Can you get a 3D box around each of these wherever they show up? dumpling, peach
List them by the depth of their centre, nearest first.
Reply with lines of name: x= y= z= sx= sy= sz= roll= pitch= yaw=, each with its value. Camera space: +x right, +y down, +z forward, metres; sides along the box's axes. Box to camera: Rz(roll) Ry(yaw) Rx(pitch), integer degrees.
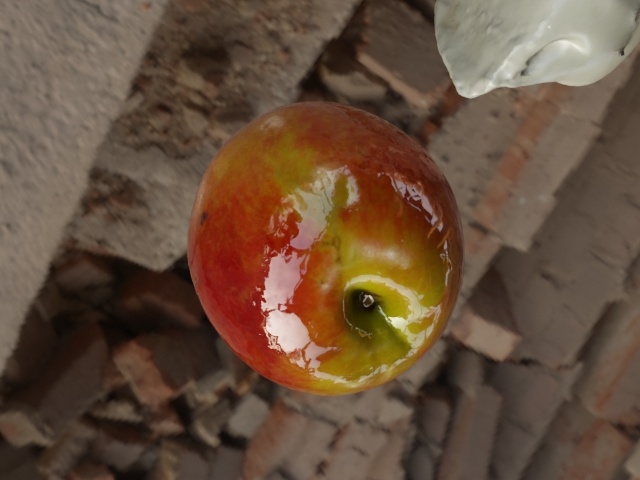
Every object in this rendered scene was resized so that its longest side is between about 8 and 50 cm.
dumpling: x=0.126 y=-0.152 z=0.756 sx=0.092 sy=0.150 sz=0.176 roll=17 pitch=101 yaw=-36
peach: x=0.000 y=0.000 z=1.867 sx=0.388 sy=0.388 sz=0.388 roll=-12 pitch=120 yaw=-22
